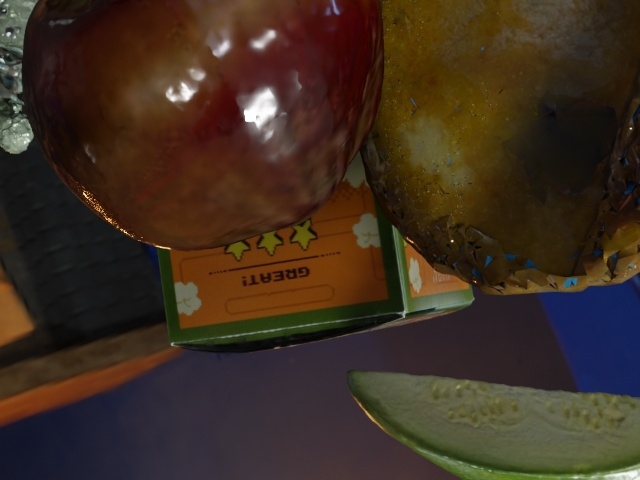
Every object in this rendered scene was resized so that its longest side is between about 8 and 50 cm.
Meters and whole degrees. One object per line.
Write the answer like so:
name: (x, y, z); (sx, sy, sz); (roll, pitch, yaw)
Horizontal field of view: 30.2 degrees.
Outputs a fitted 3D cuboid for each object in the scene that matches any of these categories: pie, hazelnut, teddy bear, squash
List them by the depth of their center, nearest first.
hazelnut: (-0.045, -0.091, 0.599); (0.178, 0.178, 0.204); (-27, -170, 29)
pie: (0.133, -0.099, 0.633); (0.273, 0.273, 0.069); (-26, 170, 25)
squash: (0.193, 0.178, 1.085); (0.203, 0.111, 0.289); (-35, 126, 28)
teddy bear: (-0.357, -0.207, 1.359); (0.133, 0.213, 0.111); (19, 180, -13)

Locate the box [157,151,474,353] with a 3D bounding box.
box: (0.000, 0.000, 0.878); (0.178, 0.148, 0.195); (-8, 176, 19)
